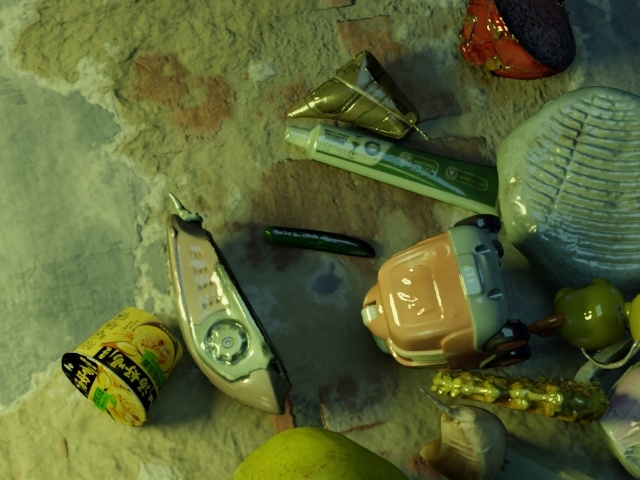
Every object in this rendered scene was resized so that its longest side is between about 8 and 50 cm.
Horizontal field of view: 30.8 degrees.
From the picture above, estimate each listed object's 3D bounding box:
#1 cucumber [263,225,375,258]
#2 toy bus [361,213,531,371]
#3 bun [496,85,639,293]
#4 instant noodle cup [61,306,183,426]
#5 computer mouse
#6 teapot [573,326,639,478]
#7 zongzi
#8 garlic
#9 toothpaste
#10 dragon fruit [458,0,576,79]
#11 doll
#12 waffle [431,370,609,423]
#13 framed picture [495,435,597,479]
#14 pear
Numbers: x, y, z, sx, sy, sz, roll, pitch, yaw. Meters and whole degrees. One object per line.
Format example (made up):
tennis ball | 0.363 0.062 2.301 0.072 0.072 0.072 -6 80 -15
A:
cucumber | 0.000 0.000 1.847 0.184 0.033 0.036 8 48 -6
toy bus | 0.180 0.099 1.707 0.232 0.288 0.194 -16 73 3
bun | 0.440 -0.073 1.839 0.354 0.194 0.355 1 77 -4
instant noodle cup | -0.278 0.175 1.676 0.151 0.151 0.122 34 60 8
computer mouse | -0.164 0.095 1.704 0.115 0.199 0.389 -29 72 -6
teapot | 0.480 0.242 1.727 0.178 0.163 0.222 -33 77 4
zongzi | 0.065 -0.194 1.934 0.178 0.081 0.189 -38 90 1
garlic | 0.200 0.279 1.645 0.128 0.198 0.090 19 63 19
toothpaste | 0.129 -0.123 1.905 0.392 0.061 0.099 16 65 -4
dragon fruit | 0.318 -0.352 1.999 0.218 0.148 0.224 21 51 -32
doll | 0.416 0.122 1.705 0.220 0.143 0.135 -9 78 25
waffle | 0.287 0.216 1.670 0.237 0.243 0.059 7 87 34
framed picture | 0.307 0.418 1.635 0.315 0.024 0.232 23 63 32
pear | -0.001 0.401 1.543 0.294 0.294 0.294 3 66 -6
